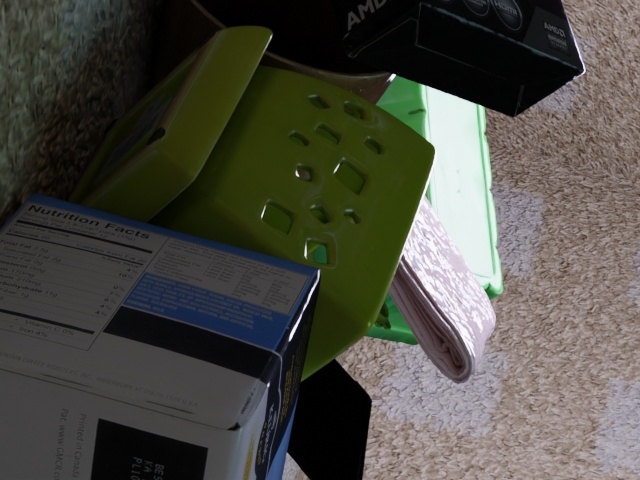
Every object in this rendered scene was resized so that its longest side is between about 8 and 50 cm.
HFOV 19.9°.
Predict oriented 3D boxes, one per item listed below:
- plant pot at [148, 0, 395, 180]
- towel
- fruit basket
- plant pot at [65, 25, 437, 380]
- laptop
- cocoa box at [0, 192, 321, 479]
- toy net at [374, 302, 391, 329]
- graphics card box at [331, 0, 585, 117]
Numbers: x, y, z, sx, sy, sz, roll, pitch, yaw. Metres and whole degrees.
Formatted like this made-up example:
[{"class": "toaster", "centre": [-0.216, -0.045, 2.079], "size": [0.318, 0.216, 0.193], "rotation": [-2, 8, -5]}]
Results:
[{"class": "plant pot", "centre": [-0.066, -0.116, 1.597], "size": [0.230, 0.215, 0.215], "rotation": [-63, 180, 32]}, {"class": "towel", "centre": [0.103, -0.003, 2.109], "size": [0.053, 0.317, 0.332], "rotation": [-31, -179, 13]}, {"class": "fruit basket", "centre": [0.051, -0.040, 2.484], "size": [0.283, 0.392, 0.392], "rotation": [14, 91, -52]}, {"class": "plant pot", "centre": [-0.073, -0.017, 1.421], "size": [0.228, 0.207, 0.227], "rotation": [-36, -160, 39]}, {"class": "laptop", "centre": [-0.004, 0.072, 2.241], "size": [0.382, 0.236, 0.408], "rotation": [94, 13, -60]}, {"class": "cocoa box", "centre": [-0.155, 0.183, 1.279], "size": [0.228, 0.231, 0.347], "rotation": [-63, 165, -61]}, {"class": "toy net", "centre": [0.000, 0.000, 1.988], "size": [0.232, 0.045, 0.122], "rotation": [48, 30, -28]}, {"class": "graphics card box", "centre": [0.083, -0.304, 1.589], "size": [0.233, 0.094, 0.371], "rotation": [16, 53, -46]}]
